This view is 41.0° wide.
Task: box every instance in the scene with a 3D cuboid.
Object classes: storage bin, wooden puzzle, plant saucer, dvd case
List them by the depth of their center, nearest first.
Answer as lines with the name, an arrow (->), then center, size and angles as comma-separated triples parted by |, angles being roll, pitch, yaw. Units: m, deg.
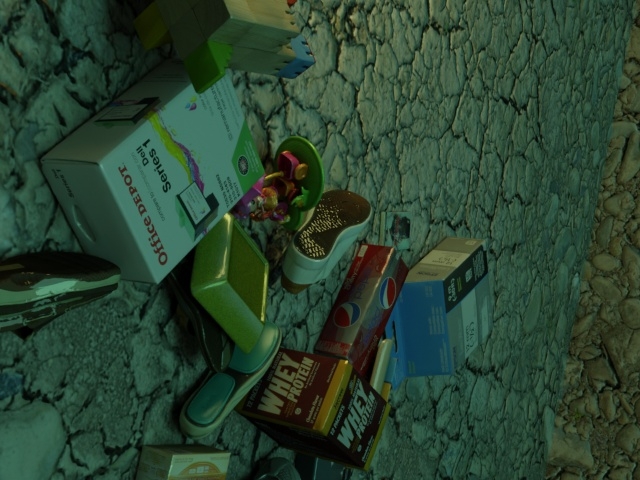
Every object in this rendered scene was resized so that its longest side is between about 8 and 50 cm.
plant saucer -> -0.132, 0.054, 1.358 | 0.188, 0.045, 0.189 | 57, 26, -44
storage bin -> 0.007, 0.420, 1.664 | 0.091, 0.098, 0.135 | 9, 89, -46
wooden puzzle -> 0.118, 0.322, 1.765 | 0.239, 0.044, 0.221 | 75, 29, -77
dvd case -> 0.164, -0.021, 1.879 | 0.119, 0.013, 0.087 | -3, 98, -55

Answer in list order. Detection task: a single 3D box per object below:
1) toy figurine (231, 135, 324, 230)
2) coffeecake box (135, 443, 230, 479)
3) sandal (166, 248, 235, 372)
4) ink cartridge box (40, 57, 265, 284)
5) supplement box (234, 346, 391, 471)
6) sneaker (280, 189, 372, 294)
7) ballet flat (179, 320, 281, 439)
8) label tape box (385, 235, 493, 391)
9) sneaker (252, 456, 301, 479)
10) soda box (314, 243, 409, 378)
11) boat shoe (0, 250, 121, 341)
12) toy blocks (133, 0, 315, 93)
toy figurine -> -0.099, -0.082, 1.422 | 0.159, 0.130, 0.173 | -14, 132, -40
coffeecake box -> -0.225, 0.417, 1.332 | 0.142, 0.068, 0.186 | 19, 81, -57
sandal -> -0.197, 0.105, 1.334 | 0.219, 0.060, 0.090 | 63, 37, -20
ink cartridge box -> -0.222, -0.102, 1.198 | 0.278, 0.117, 0.201 | -51, 135, -39
supplement box -> -0.011, 0.295, 1.516 | 0.194, 0.191, 0.129 | 51, 55, -46
sneaker -> 0.000, 0.000, 1.594 | 0.290, 0.105, 0.123 | -44, 164, -53
ballet flat -> -0.149, 0.233, 1.418 | 0.248, 0.086, 0.086 | -47, 132, -39
label tape box -> 0.280, 0.171, 1.997 | 0.347, 0.115, 0.249 | -37, 125, -49
sneaker -> -0.102, 0.459, 1.444 | 0.281, 0.105, 0.115 | -64, 148, -57
soda box -> 0.086, 0.139, 1.728 | 0.092, 0.083, 0.263 | 54, 53, -44
boat shoe -> -0.365, 0.074, 1.059 | 0.257, 0.095, 0.095 | -5, 114, -50
toy blocks -> -0.125, -0.382, 1.189 | 0.260, 0.190, 0.382 | -6, 69, -55
